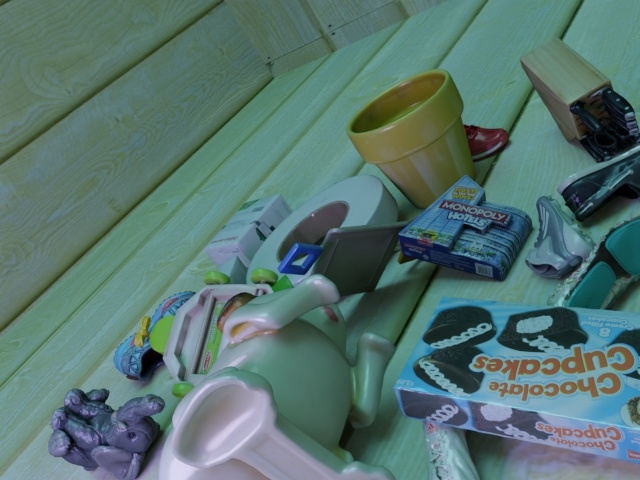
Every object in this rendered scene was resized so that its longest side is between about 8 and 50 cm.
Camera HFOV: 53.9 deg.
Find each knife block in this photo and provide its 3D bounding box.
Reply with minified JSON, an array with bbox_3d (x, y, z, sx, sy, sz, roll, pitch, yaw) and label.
[{"bbox_3d":[0.495,-0.278,1.195,0.088,0.275,0.242,-29,-5,10],"label":"knife block"}]

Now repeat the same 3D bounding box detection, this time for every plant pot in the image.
[{"bbox_3d":[0.224,-0.213,1.408,0.254,0.239,0.254,-29,25,15],"label":"plant pot"}]

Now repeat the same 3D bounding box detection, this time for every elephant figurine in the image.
[{"bbox_3d":[-0.384,0.376,1.214,0.239,0.186,0.169,3,74,16],"label":"elephant figurine"}]

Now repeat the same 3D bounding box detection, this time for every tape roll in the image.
[{"bbox_3d":[0.000,0.000,1.444,0.392,0.072,0.392,-33,22,16],"label":"tape roll"}]

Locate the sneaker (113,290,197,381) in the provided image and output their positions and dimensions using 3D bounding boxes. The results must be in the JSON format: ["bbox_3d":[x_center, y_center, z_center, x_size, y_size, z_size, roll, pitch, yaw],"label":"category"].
[{"bbox_3d":[-0.368,0.240,1.531,0.125,0.104,0.262,25,65,43],"label":"sneaker"}]

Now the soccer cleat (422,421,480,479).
[{"bbox_3d":[0.159,0.265,0.798,0.068,0.076,0.196,-24,26,22],"label":"soccer cleat"}]

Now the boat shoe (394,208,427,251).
[{"bbox_3d":[0.183,-0.022,1.337,0.153,0.048,0.056,-24,26,22],"label":"boat shoe"}]

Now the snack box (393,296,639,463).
[{"bbox_3d":[0.273,0.158,0.771,0.322,0.060,0.187,2,35,33],"label":"snack box"}]

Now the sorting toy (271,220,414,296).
[{"bbox_3d":[0.056,0.033,1.175,0.348,0.196,0.047,-6,46,-36],"label":"sorting toy"}]

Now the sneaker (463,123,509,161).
[{"bbox_3d":[0.324,-0.254,1.491,0.221,0.128,0.087,-12,33,42],"label":"sneaker"}]

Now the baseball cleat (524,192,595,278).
[{"bbox_3d":[0.374,-0.008,1.041,0.109,0.072,0.206,-42,14,16],"label":"baseball cleat"}]

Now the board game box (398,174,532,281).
[{"bbox_3d":[0.275,-0.033,1.150,0.194,0.060,0.194,15,51,33],"label":"board game box"}]

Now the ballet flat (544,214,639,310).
[{"bbox_3d":[0.403,0.042,0.903,0.241,0.091,0.077,-37,1,-15],"label":"ballet flat"}]

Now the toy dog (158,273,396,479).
[{"bbox_3d":[-0.061,0.233,0.952,0.395,0.285,0.408,-53,11,27],"label":"toy dog"}]

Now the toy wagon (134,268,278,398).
[{"bbox_3d":[-0.221,0.192,1.280,0.344,0.068,0.267,-4,58,26],"label":"toy wagon"}]

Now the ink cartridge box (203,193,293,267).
[{"bbox_3d":[-0.199,-0.021,1.770,0.160,0.092,0.219,-9,34,45],"label":"ink cartridge box"}]

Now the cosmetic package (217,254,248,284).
[{"bbox_3d":[-0.214,0.145,1.477,0.060,0.099,0.239,-28,24,21],"label":"cosmetic package"}]

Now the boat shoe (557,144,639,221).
[{"bbox_3d":[0.522,-0.106,1.054,0.233,0.084,0.079,-25,63,5],"label":"boat shoe"}]
